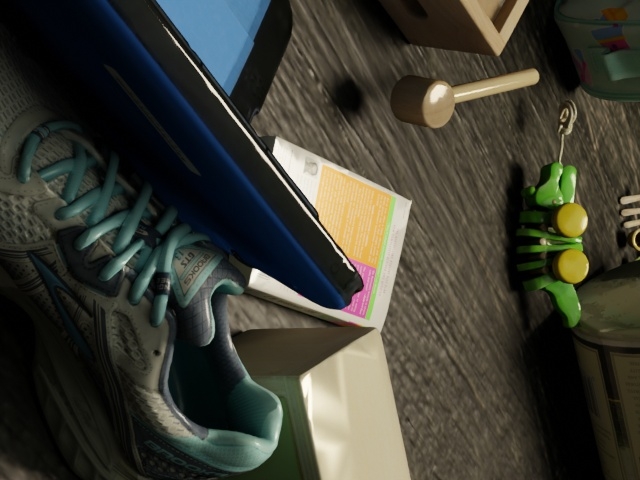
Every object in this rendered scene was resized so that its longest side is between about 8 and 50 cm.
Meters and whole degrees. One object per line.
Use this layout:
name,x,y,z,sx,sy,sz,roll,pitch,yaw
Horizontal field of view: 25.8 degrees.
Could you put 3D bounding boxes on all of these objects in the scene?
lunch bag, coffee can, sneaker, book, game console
lunch bag,0.351,-0.207,1.204,0.224,0.279,0.108,-53,128,-28
coffee can,0.338,0.167,1.211,0.201,0.201,0.275,-33,114,-50
sneaker,-0.100,0.003,0.690,0.110,0.122,0.283,-53,128,-42
book,0.000,0.000,0.907,0.144,0.035,0.096,24,71,-50
game console,-0.071,-0.142,0.715,0.173,0.250,0.293,-48,129,-12

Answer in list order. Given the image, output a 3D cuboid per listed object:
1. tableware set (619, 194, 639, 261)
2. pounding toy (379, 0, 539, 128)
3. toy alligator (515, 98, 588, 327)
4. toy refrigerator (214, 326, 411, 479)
tableware set,0.361,-0.004,1.331,0.154,0.024,0.104,-9,93,-12
pounding toy,0.086,-0.175,0.997,0.181,0.094,0.206,46,67,-45
toy alligator,0.185,-0.022,1.151,0.051,0.056,0.190,-1,87,-13
toy refrigerator,-0.004,0.193,0.825,0.094,0.102,0.270,-27,109,-52
